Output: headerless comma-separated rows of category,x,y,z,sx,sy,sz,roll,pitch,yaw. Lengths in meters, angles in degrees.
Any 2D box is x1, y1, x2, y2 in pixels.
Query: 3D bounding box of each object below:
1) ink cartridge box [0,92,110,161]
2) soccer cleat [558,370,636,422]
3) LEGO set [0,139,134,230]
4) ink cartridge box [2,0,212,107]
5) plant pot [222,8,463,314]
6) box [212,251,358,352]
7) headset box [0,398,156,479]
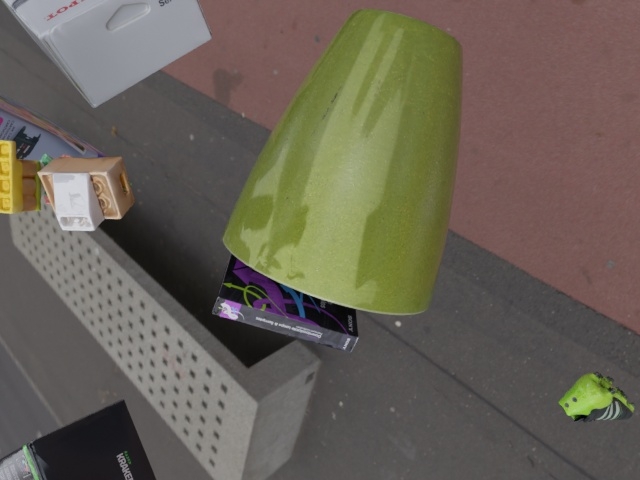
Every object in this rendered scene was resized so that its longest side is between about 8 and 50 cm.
ink cartridge box,-0.397,-0.145,0.591,0.186,0.311,0.065,31,88,11
soccer cleat,0.389,0.228,0.674,0.072,0.179,0.060,-45,44,19
LEGO set,-0.267,-0.014,0.366,0.287,0.107,0.132,-31,94,9
ink cartridge box,-0.332,-0.350,0.710,0.289,0.211,0.121,44,164,33
plant pot,0.054,-0.103,0.577,0.275,0.275,0.293,27,105,33
box,-0.036,0.062,0.562,0.162,0.116,0.029,19,120,-12
headset box,-0.337,0.389,0.670,0.283,0.131,0.246,-32,79,36
